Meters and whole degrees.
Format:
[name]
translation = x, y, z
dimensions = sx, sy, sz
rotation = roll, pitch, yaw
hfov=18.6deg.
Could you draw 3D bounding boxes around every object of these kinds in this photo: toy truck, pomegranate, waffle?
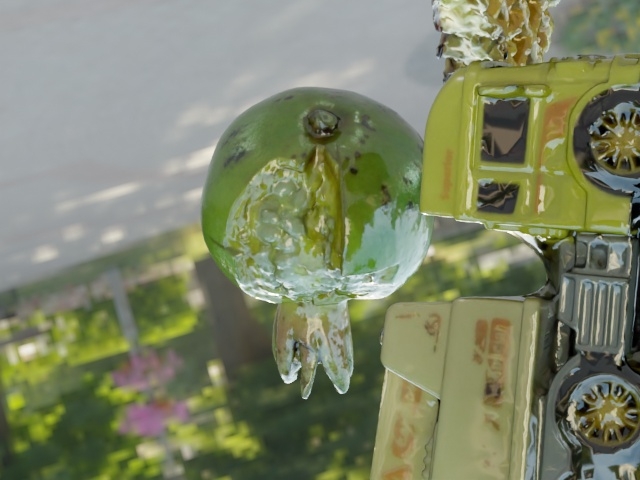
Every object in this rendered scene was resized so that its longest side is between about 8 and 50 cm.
[toy truck]
translation = 0.168, 0.056, 1.495
dimensions = 0.254, 0.405, 0.180
rotation = 6, -176, 17
[pomegranate]
translation = 0.000, 0.000, 1.902
dimensions = 0.236, 0.302, 0.236
rotation = 0, -151, 0
[waffle]
translation = 0.146, -0.218, 1.633
dimensions = 0.065, 0.309, 0.283
rotation = 7, -162, 20
